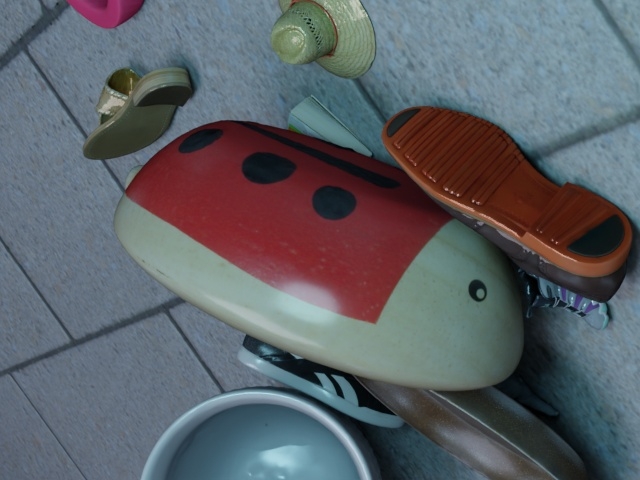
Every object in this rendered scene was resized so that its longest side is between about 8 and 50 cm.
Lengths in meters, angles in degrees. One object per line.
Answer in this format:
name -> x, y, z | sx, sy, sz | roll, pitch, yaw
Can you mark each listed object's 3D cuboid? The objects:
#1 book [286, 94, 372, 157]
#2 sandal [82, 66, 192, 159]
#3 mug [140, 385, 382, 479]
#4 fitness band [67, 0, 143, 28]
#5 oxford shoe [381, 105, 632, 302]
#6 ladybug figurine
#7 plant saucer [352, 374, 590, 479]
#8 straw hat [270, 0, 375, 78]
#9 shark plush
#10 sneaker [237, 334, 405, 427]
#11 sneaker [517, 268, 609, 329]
book -> 0.003, -0.077, 1.963 | 0.096, 0.035, 0.144 | 41, 152, 14
sandal -> -0.218, -0.173, 2.177 | 0.240, 0.088, 0.079 | -35, 61, 57
mug -> -0.012, 0.326, 2.232 | 0.374, 0.276, 0.328 | 15, 178, 6
fitness band -> -0.302, -0.368, 2.074 | 0.209, 0.054, 0.291 | -10, 116, 58
oxford shoe -> 0.164, -0.029, 1.699 | 0.271, 0.097, 0.098 | 37, 156, 27
ladybug figurine -> 0.000, 0.000, 1.805 | 0.449, 0.305, 0.162 | 22, 108, 18
plant saucer -> 0.163, 0.191, 1.924 | 0.311, 0.050, 0.310 | 33, 170, 7
straw hat -> -0.016, -0.203, 1.803 | 0.144, 0.061, 0.144 | 37, 150, 26
shark plush -> 0.181, 0.130, 1.915 | 0.161, 0.073, 0.067 | 51, 124, 13
sneaker -> 0.024, 0.129, 2.138 | 0.217, 0.121, 0.079 | 24, -174, -13
sneaker -> 0.222, 0.058, 1.735 | 0.098, 0.069, 0.038 | 52, 154, 1
